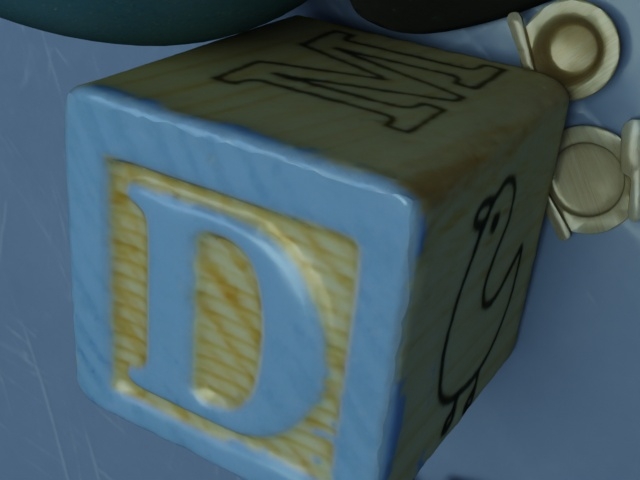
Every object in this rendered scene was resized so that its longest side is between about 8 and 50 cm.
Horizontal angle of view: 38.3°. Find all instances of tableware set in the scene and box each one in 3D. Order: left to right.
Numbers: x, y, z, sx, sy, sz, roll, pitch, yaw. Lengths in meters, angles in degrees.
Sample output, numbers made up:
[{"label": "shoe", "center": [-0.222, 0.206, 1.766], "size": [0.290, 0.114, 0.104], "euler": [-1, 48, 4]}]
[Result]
[{"label": "tableware set", "center": [0.178, -0.074, 0.495], "size": [0.169, 0.020, 0.141], "euler": [-9, 100, 32]}]

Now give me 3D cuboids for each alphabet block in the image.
[{"label": "alphabet block", "center": [0.000, 0.000, 0.506], "size": [0.193, 0.197, 0.192], "euler": [21, 123, 24]}]

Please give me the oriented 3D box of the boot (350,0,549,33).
[{"label": "boot", "center": [0.127, -0.216, 0.455], "size": [0.305, 0.112, 0.115], "euler": [-34, 55, 39]}]

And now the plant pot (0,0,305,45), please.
[{"label": "plant pot", "center": [-0.073, -0.216, 0.472], "size": [0.290, 0.195, 0.290], "euler": [-7, 72, 22]}]
